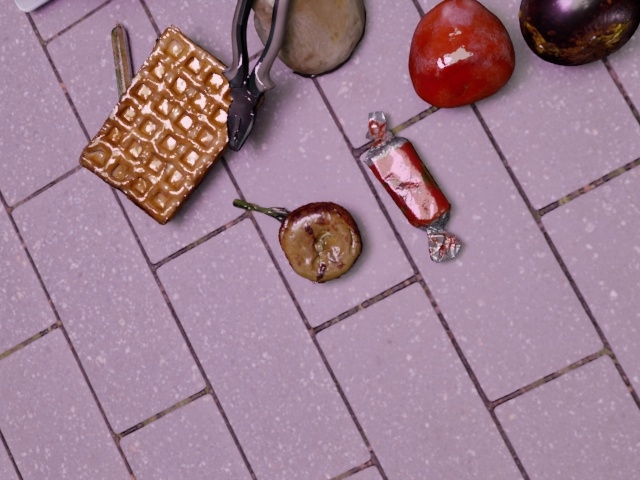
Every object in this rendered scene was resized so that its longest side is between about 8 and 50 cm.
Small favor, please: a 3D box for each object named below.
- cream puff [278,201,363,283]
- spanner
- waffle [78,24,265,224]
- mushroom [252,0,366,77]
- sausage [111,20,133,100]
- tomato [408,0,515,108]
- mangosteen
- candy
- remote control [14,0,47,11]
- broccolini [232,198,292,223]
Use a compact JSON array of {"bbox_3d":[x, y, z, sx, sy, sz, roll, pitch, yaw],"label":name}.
[{"bbox_3d":[0.000,0.000,1.456,0.149,0.084,0.149,1,106,3],"label":"cream puff"},{"bbox_3d":[-0.115,-0.301,1.385,0.096,0.040,0.324,19,115,10],"label":"spanner"},{"bbox_3d":[-0.272,-0.203,1.506,0.213,0.091,0.308,37,98,-2],"label":"waffle"},{"bbox_3d":[-0.033,-0.427,1.431,0.190,0.164,0.267,-8,87,15],"label":"mushroom"},{"bbox_3d":[-0.368,-0.285,1.579,0.033,0.033,0.269,-8,88,14],"label":"sausage"},{"bbox_3d":[0.224,-0.311,1.375,0.187,0.151,0.187,0,89,19],"label":"tomato"},{"bbox_3d":[0.403,-0.387,1.323,0.192,0.192,0.217,-23,60,13],"label":"mangosteen"},{"bbox_3d":[0.153,-0.096,1.435,0.086,0.059,0.292,-34,83,10],"label":"candy"},{"bbox_3d":[-0.589,-0.588,1.629,0.103,0.051,0.293,-27,80,12],"label":"remote control"},{"bbox_3d":[-0.095,-0.048,1.518,0.140,0.030,0.035,14,129,18],"label":"broccolini"}]
